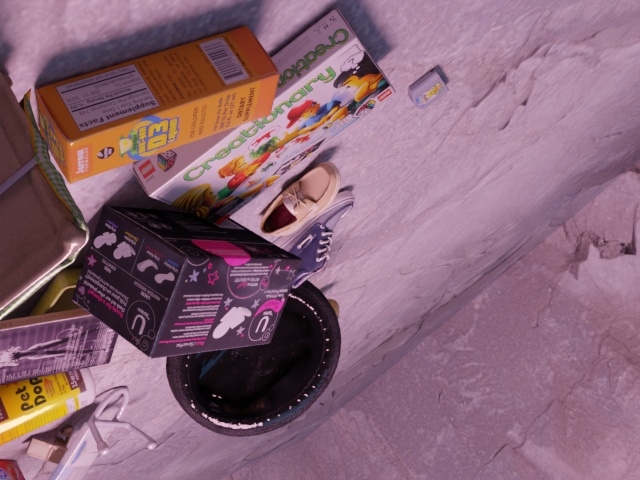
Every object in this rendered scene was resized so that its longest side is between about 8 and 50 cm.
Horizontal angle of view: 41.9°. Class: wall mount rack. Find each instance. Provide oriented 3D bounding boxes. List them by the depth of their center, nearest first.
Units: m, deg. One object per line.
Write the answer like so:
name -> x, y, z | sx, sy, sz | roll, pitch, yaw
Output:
wall mount rack -> -0.456, 0.460, 1.624 | 0.350, 0.130, 0.304 | -59, 164, -6

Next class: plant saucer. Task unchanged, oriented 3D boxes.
plant saucer -> -0.333, 0.087, 1.199 | 0.188, 0.045, 0.188 | -9, 151, -50

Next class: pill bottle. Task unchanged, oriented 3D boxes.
pill bottle -> -0.457, 0.233, 1.253 | 0.215, 0.117, 0.117 | -24, 160, -28

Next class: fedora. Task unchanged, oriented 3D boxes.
fedora -> -0.133, 0.200, 1.595 | 0.334, 0.334, 0.152 | -30, -164, -8

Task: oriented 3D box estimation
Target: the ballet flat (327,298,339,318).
ballet flat -> -0.115, 0.232, 1.864 | 0.348, 0.123, 0.123 | -38, 161, 10

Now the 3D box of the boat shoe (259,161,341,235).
boat shoe -> -0.034, -0.057, 1.295 | 0.059, 0.063, 0.170 | -20, 160, -50

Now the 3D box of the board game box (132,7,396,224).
board game box -> -0.062, -0.141, 1.044 | 0.305, 0.053, 0.193 | -36, 161, 10

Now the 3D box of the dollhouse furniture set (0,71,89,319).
dollhouse furniture set -> -0.323, 0.014, 0.777 | 0.301, 0.197, 0.151 | -36, 161, 11

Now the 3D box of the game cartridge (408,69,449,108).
game cartridge -> 0.162, -0.226, 1.264 | 0.056, 0.017, 0.083 | -33, 162, 14

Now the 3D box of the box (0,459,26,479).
box -> -0.661, 0.502, 1.594 | 0.122, 0.128, 0.257 | -32, 163, -2

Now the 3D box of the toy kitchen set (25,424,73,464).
toy kitchen set -> -0.548, 0.400, 1.692 | 0.083, 0.075, 0.068 | 7, -107, 67

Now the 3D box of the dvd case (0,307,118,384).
dvd case -> -0.388, 0.147, 1.148 | 0.221, 0.018, 0.164 | -9, 150, -29

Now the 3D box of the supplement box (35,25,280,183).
supplement box -> -0.161, -0.139, 0.847 | 0.233, 0.080, 0.078 | -22, 157, -24

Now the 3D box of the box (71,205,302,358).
box -> -0.173, 0.053, 1.117 | 0.247, 0.163, 0.142 | 4, 111, -58

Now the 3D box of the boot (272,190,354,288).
boot -> 0.000, 0.000, 1.463 | 0.190, 0.086, 0.069 | -39, 161, 19
